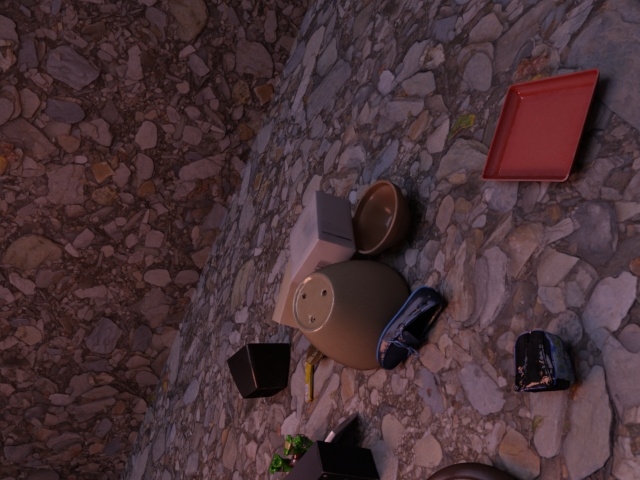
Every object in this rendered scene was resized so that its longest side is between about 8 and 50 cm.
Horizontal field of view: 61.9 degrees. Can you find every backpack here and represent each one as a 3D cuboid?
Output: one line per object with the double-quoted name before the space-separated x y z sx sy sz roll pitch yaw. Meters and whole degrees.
"backpack" 0.440 0.240 1.059 0.105 0.084 0.115 -31 51 53

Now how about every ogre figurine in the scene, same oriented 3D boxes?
"ogre figurine" -0.073 0.688 1.696 0.197 0.118 0.097 -64 24 11

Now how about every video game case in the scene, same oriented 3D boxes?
"video game case" 0.035 0.586 1.556 0.019 0.143 0.157 37 111 21

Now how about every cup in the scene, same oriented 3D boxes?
"cup" 0.057 0.198 1.545 0.331 0.236 0.332 -18 64 42

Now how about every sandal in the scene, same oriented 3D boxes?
"sandal" 0.020 0.353 1.814 0.180 0.049 0.072 -54 35 2

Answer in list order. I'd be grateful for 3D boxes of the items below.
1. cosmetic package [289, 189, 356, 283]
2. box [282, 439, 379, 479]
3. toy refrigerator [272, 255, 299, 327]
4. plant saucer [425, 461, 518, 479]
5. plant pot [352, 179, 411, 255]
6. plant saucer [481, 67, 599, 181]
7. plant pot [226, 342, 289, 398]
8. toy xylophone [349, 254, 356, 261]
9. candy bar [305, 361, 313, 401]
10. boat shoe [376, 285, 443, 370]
"cosmetic package" 0.000 0.000 1.754 0.225 0.138 0.224 -93 27 -43
"box" 0.009 0.679 1.477 0.261 0.184 0.103 -56 32 27
"toy refrigerator" -0.097 0.195 2.075 0.102 0.094 0.270 -1 72 68
"plant saucer" 0.289 0.591 1.032 0.310 0.050 0.311 -21 50 27
"plant pot" 0.202 -0.058 1.656 0.237 0.109 0.238 -41 39 45
"plant saucer" 0.520 -0.256 1.260 0.259 0.047 0.259 14 86 62
"plant pot" -0.227 0.505 2.045 0.187 0.188 0.167 -42 52 43
"toy xylophone" 0.037 0.143 1.866 0.322 0.081 0.237 -25 52 54
"candy bar" -0.039 0.485 1.866 0.040 0.018 0.162 -42 40 50
"boat shoe" 0.233 0.243 1.422 0.259 0.108 0.089 -66 31 15
